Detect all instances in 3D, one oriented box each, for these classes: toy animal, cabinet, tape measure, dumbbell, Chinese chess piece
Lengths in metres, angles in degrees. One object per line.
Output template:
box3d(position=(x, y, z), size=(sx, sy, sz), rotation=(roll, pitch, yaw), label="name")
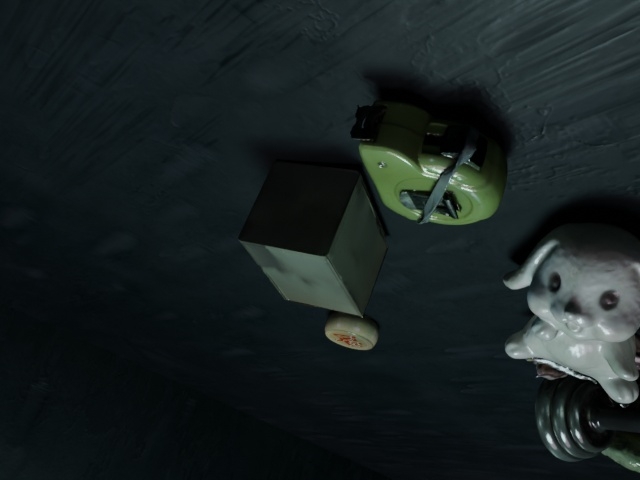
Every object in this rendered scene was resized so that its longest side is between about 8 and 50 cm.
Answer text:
box3d(position=(0.399, 0.097, 0.961), size=(0.249, 0.174, 0.289), rotation=(28, 156, 5), label="toy animal")
box3d(position=(0.000, 0.000, 1.035), size=(0.145, 0.150, 0.206), rotation=(10, 153, 25), label="cabinet")
box3d(position=(0.143, -0.082, 0.839), size=(0.175, 0.106, 0.200), rotation=(10, 155, 22), label="tape measure")
box3d(position=(0.544, 0.307, 1.134), size=(0.179, 0.179, 0.406), rotation=(31, 157, -25), label="dumbbell")
box3d(position=(0.070, 0.203, 1.497), size=(0.122, 0.051, 0.122), rotation=(14, 154, 7), label="Chinese chess piece")

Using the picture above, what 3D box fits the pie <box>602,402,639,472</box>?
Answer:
box3d(position=(0.674, 0.409, 1.344), size=(0.306, 0.071, 0.306), rotation=(11, -169, -2), label="pie")

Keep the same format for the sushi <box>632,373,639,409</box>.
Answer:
box3d(position=(0.701, 0.313, 1.250), size=(0.212, 0.115, 0.147), rotation=(6, 148, 26), label="sushi")

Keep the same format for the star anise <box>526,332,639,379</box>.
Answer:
box3d(position=(0.438, 0.190, 1.144), size=(0.229, 0.093, 0.236), rotation=(-3, 180, 40), label="star anise")
